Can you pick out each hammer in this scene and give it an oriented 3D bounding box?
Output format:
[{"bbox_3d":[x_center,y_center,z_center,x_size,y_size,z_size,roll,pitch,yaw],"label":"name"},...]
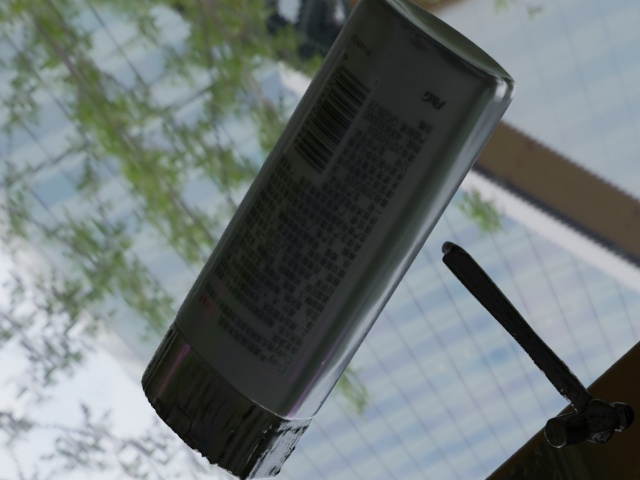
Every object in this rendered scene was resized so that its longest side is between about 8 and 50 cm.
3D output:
[{"bbox_3d":[0.126,0.060,1.193,0.065,0.021,0.178,-13,-128,-37],"label":"hammer"}]

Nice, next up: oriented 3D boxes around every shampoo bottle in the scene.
[{"bbox_3d":[0.000,0.000,0.875,0.086,0.056,0.227,40,-70,30],"label":"shampoo bottle"}]

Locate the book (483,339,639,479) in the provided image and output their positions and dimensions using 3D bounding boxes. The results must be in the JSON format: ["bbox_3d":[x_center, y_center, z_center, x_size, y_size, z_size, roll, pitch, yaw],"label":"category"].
[{"bbox_3d":[0.252,0.166,1.232,0.374,0.028,0.262,-46,-139,26],"label":"book"}]
